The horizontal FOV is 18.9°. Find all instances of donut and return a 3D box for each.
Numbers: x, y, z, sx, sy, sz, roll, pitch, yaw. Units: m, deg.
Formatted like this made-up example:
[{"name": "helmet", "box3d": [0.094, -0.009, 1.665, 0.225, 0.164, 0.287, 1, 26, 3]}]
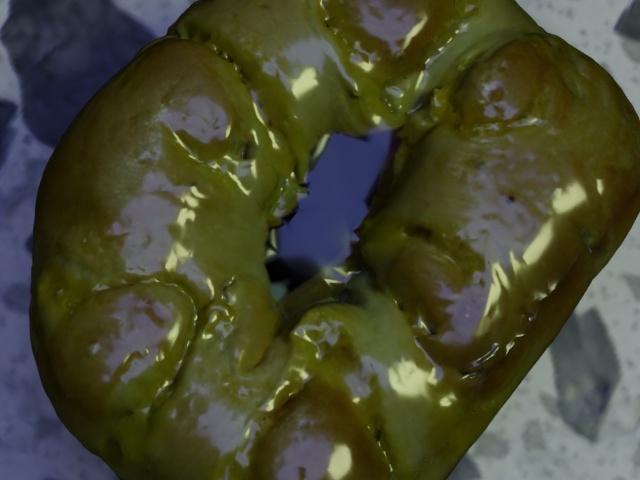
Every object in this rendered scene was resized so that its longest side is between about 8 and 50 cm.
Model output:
[{"name": "donut", "box3d": [0.000, 0.000, 0.792, 0.208, 0.128, 0.261, 42, 75, 9]}]
